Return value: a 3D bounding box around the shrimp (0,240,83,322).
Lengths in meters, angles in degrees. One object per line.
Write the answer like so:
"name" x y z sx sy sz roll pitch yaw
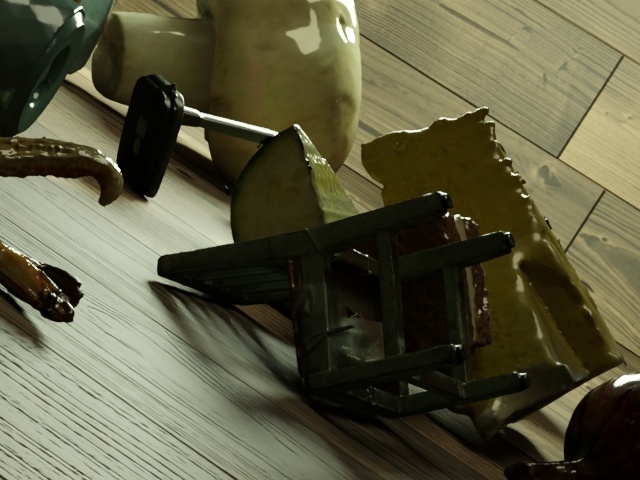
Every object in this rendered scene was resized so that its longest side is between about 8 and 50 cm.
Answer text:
"shrimp" -0.180 0.029 1.195 0.091 0.025 0.127 29 4 -42

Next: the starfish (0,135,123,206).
"starfish" -0.306 -0.105 1.263 0.327 0.094 0.375 36 -10 -31

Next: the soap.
"soap" 0.140 0.012 1.788 0.338 0.169 0.304 61 9 9

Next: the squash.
"squash" 0.000 0.000 1.844 0.289 0.111 0.203 -7 78 -74

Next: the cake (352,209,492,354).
"cake" 0.076 0.048 1.635 0.135 0.134 0.147 -8 -10 17

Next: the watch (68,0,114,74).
"watch" -0.401 -0.331 2.389 0.241 0.161 0.253 27 2 26

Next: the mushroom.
"mushroom" -0.082 -0.233 2.420 0.353 0.353 0.325 27 -6 -39

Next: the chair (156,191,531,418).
"chair" 0.015 0.069 1.480 0.270 0.147 0.136 -14 -21 26

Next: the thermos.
"thermos" -0.371 -0.211 1.674 0.286 0.145 0.182 30 39 0

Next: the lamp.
"lamp" -0.102 -0.083 1.993 0.283 0.124 0.203 28 7 -32

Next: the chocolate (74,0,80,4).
"chocolate" -0.382 -0.292 2.167 0.214 0.148 0.093 40 4 40

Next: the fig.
"fig" 0.281 0.186 1.637 0.148 0.149 0.202 15 -13 31
